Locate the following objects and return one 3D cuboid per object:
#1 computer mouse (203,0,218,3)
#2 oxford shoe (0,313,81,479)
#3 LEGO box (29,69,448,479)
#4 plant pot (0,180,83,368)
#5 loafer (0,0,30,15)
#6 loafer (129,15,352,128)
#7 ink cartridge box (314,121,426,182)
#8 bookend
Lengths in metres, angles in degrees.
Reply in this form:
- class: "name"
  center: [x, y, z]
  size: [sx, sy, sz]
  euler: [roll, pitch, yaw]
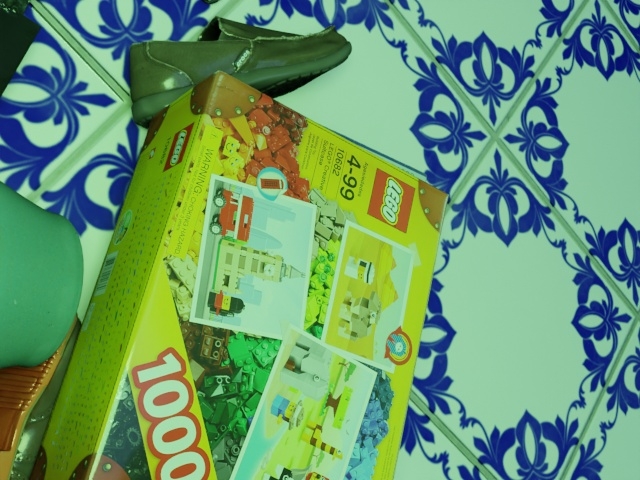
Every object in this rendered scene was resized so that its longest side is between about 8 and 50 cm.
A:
- class: "computer mouse"
  center: [-0.186, -0.472, 1.236]
  size: [0.071, 0.041, 0.242]
  euler: [-19, 93, -35]
- class: "oxford shoe"
  center: [-0.344, 0.209, 0.992]
  size: [0.098, 0.097, 0.271]
  euler: [43, 60, -47]
- class: "LEGO box"
  center: [-0.078, 0.113, 1.021]
  size: [0.372, 0.193, 0.500]
  euler: [24, 68, -28]
- class: "plant pot"
  center: [-0.407, 0.032, 0.880]
  size: [0.255, 0.272, 0.271]
  euler: [16, 72, -47]
- class: "loafer"
  center: [-0.386, -0.389, 1.077]
  size: [0.078, 0.076, 0.223]
  euler: [51, 42, -58]
- class: "loafer"
  center: [-0.110, -0.267, 1.192]
  size: [0.366, 0.134, 0.130]
  euler: [-22, 94, -35]
- class: "ink cartridge box"
  center: [0.000, 0.000, 1.258]
  size: [0.324, 0.071, 0.330]
  euler: [22, 68, -28]
- class: "bookend"
  center: [-0.447, -0.228, 0.998]
  size: [0.156, 0.072, 0.157]
  euler: [30, 67, -25]
